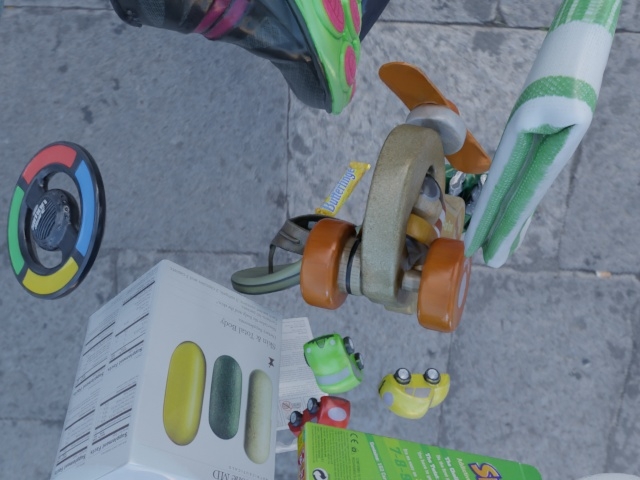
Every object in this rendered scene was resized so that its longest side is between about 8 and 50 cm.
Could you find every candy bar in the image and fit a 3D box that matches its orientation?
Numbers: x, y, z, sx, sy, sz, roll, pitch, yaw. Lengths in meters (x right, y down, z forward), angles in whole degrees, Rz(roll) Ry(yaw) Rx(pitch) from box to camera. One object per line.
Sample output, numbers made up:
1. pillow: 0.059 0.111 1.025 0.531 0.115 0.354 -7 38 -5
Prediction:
1. candy bar: 0.039 -0.089 1.253 0.040 0.161 0.018 14 135 22

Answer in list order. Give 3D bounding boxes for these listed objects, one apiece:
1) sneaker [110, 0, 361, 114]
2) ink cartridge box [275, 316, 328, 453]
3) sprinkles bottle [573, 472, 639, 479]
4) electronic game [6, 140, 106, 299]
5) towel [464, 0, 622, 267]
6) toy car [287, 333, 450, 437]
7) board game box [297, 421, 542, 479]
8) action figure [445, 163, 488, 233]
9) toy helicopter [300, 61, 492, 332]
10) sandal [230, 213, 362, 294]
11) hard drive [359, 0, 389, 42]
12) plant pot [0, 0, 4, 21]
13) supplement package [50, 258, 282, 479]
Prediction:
1. sneaker: -0.100 -0.281 0.708 0.202 0.185 0.483 -5 157 29
2. ink cartridge box: -0.083 0.239 1.166 0.180 0.225 0.056 -3 150 -24
3. sprinkles bottle: 0.208 0.280 0.345 0.121 0.355 0.121 -3 116 -7
4. electronic game: -0.383 -0.030 1.031 0.229 0.048 0.230 -6 81 37
5. towel: 0.177 -0.155 0.432 0.038 0.248 0.325 26 77 13
6. toy car: 0.039 0.195 0.927 0.238 0.053 0.225 -20 139 12
7. board game box: 0.104 0.251 0.671 0.259 0.124 0.039 13 130 -14
8. action figure: 0.223 -0.049 1.154 0.137 0.232 0.064 15 71 7
9. toy helicopter: 0.109 -0.040 0.758 0.140 0.355 0.235 9 91 19
10. sandal: 0.002 -0.001 0.940 0.302 0.120 0.086 -25 85 36
11. hard drive: 0.019 -0.392 1.125 0.172 0.054 0.255 46 112 23
12. plant pot: -0.327 -0.192 0.389 0.290 0.195 0.291 0 90 -24
13. supplement package: -0.187 0.207 0.913 0.199 0.263 0.198 30 134 -32
